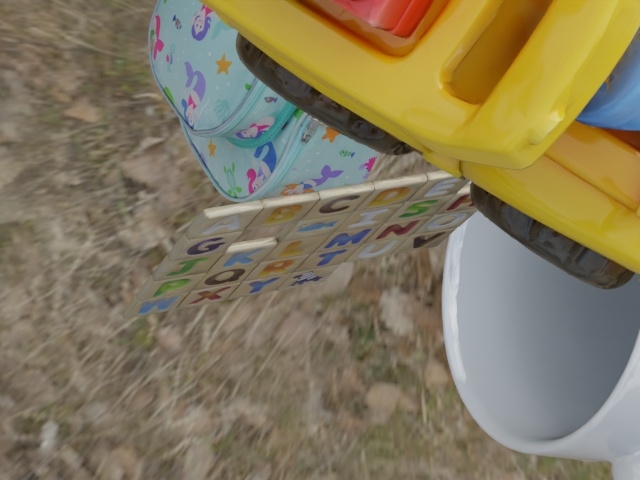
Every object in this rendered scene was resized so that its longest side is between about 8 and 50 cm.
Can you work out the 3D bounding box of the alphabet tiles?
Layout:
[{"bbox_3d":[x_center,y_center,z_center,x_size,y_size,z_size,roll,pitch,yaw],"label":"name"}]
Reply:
[{"bbox_3d":[0.000,0.000,1.270,0.237,0.198,0.009,-10,73,-25],"label":"alphabet tiles"}]

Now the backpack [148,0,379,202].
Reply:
[{"bbox_3d":[-0.028,-0.153,1.525,0.191,0.225,0.253,0,129,-32],"label":"backpack"}]

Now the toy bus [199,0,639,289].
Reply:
[{"bbox_3d":[0.055,-0.084,0.576,0.220,0.211,0.149,34,99,13],"label":"toy bus"}]

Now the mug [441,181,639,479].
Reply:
[{"bbox_3d":[0.311,0.090,1.469,0.328,0.276,0.374,8,65,-29],"label":"mug"}]
